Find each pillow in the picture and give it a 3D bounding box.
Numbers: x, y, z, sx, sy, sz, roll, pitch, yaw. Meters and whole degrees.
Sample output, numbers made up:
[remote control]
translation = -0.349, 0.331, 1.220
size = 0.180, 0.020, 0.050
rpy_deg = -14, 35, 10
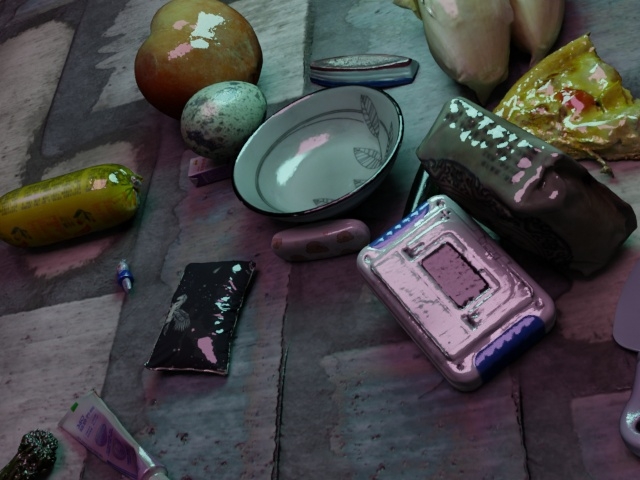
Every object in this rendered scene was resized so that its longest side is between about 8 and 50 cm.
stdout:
[pillow]
translation = -0.191, 0.120, 1.339
size = 0.141, 0.055, 0.208
rpy_deg = 1, 54, 17

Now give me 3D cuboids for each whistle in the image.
[whistle]
translation = -0.351, 0.067, 1.483
size = 0.033, 0.029, 0.083
rpy_deg = -62, 35, 23

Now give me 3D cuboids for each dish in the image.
[dish]
translation = 0.008, -0.126, 1.401
size = 0.316, 0.106, 0.316
rpy_deg = -16, 44, 16

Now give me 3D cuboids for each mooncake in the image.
[mooncake]
translation = 0.274, -0.066, 1.125
size = 0.136, 0.250, 0.254
rpy_deg = -53, 42, 7

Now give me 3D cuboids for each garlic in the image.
[garlic]
translation = 0.278, -0.409, 1.455
size = 0.249, 0.286, 0.313
rpy_deg = -66, 29, 29

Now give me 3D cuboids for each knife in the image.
[knife]
translation = 0.409, 0.121, 1.043
size = 0.080, 0.044, 0.331
rpy_deg = -10, 43, 29

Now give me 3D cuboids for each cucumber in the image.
[cucumber]
translation = 0.179, -0.099, 1.332
size = 0.056, 0.056, 0.284
rpy_deg = 7, 54, 32

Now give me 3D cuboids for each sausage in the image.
[sausage]
translation = -0.492, -0.064, 1.596
size = 0.347, 0.123, 0.123
rpy_deg = -14, 48, 18

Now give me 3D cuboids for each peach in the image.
[peach]
translation = -0.234, -0.351, 1.633
size = 0.252, 0.252, 0.252
rpy_deg = -14, 48, 16

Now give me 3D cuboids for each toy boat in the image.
[toy boat]
translation = 0.073, -0.326, 1.581
size = 0.228, 0.046, 0.080
rpy_deg = 5, 59, 28

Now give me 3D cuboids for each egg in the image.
[egg]
translation = -0.172, -0.221, 1.504
size = 0.172, 0.132, 0.132
rpy_deg = -35, 45, -14

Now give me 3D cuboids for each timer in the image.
[timer]
translation = 0.181, 0.063, 1.142
size = 0.178, 0.078, 0.253
rpy_deg = -38, 59, -5

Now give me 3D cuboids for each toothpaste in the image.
[toothpaste]
translation = -0.306, 0.309, 1.246
size = 0.301, 0.048, 0.075
rpy_deg = 23, 94, 46

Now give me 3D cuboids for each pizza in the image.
[pizza]
translation = 0.421, -0.206, 1.278
size = 0.287, 0.075, 0.280
rpy_deg = 24, 68, 39

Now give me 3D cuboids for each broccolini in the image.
[broccolini]
translation = -0.480, 0.380, 1.286
size = 0.203, 0.068, 0.091
rpy_deg = -51, 34, 3

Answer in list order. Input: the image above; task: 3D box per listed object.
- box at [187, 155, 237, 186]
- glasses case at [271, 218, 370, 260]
[box]
translation = -0.191, -0.141, 1.566
size = 0.117, 0.036, 0.051
rpy_deg = -15, 47, 16
[glasses case]
translation = 0.000, 0.000, 1.331
size = 0.164, 0.063, 0.041
rpy_deg = -10, 52, 19
